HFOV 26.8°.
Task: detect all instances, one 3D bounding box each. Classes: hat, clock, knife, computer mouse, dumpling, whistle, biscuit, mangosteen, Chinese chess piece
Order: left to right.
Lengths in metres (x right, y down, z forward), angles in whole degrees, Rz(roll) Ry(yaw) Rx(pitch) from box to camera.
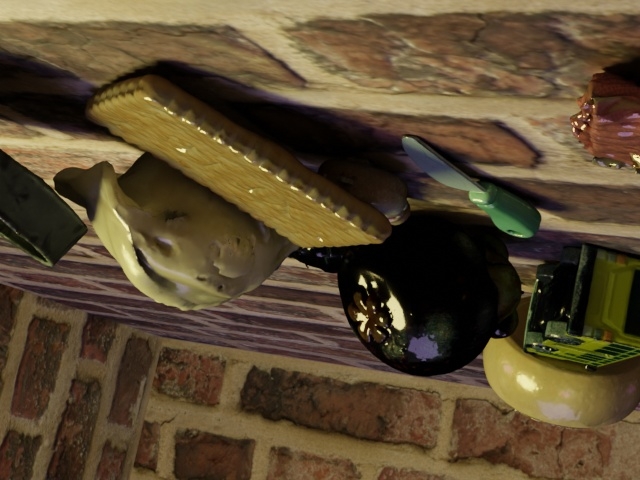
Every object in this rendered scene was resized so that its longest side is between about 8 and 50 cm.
[{"bbox_3d":[-0.413,-0.089,1.544,0.325,0.067,0.325,36,169,8],"label":"clock"},{"bbox_3d":[-0.180,-0.022,1.647,0.243,0.187,0.318,20,-173,41],"label":"dumpling"},{"bbox_3d":[-0.089,-0.082,1.455,0.325,0.044,0.217,31,164,-22],"label":"biscuit"},{"bbox_3d":[0.000,0.000,1.870,0.146,0.077,0.241,7,169,16],"label":"computer mouse"},{"bbox_3d":[0.061,-0.056,1.561,0.107,0.057,0.220,14,175,21],"label":"whistle"},{"bbox_3d":[0.145,0.067,1.740,0.243,0.243,0.243,12,170,2],"label":"mangosteen"},{"bbox_3d":[0.159,-0.065,1.485,0.063,0.035,0.260,11,166,47],"label":"knife"},{"bbox_3d":[0.371,0.178,2.025,0.250,0.097,0.251,7,-152,-4],"label":"Chinese chess piece"},{"bbox_3d":[0.341,-0.054,1.091,0.286,0.107,0.237,15,-179,12],"label":"hat"}]

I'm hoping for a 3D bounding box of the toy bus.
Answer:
[{"bbox_3d":[0.368,0.097,1.818,0.150,0.128,0.262,13,169,-2],"label":"toy bus"}]
